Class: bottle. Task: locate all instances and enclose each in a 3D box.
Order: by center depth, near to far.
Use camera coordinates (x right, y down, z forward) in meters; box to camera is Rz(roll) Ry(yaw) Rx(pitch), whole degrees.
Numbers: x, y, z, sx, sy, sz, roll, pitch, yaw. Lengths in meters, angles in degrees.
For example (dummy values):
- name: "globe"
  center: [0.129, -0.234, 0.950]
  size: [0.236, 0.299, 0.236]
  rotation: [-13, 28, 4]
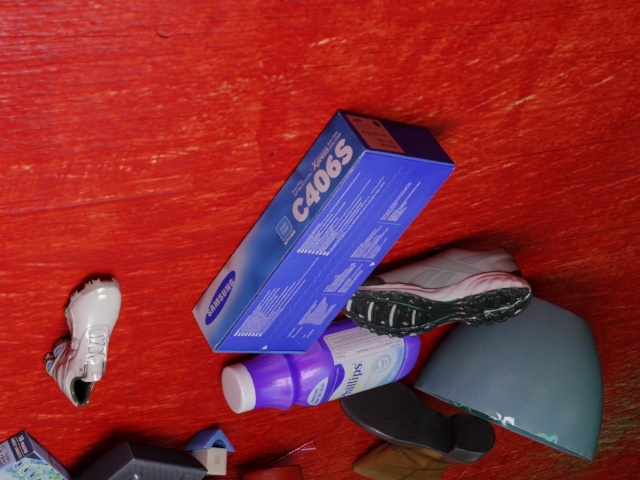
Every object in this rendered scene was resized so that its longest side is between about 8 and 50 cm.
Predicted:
- name: "bottle"
  center: [0.001, 0.175, 1.857]
  size: [0.283, 0.092, 0.118]
  rotation: [-13, 144, -28]

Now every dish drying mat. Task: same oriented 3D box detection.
- name: "dish drying mat"
  center: [-0.046, 0.349, 2.131]
  size: [0.083, 0.008, 0.032]
  rotation: [-29, 149, -6]

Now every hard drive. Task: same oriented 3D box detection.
- name: "hard drive"
  center: [-0.294, 0.372, 1.828]
  size: [0.255, 0.054, 0.172]
  rotation: [-45, 144, 18]

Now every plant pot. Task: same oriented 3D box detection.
- name: "plant pot"
  center: [0.313, 0.191, 2.021]
  size: [0.290, 0.290, 0.195]
  rotation: [31, 81, -55]

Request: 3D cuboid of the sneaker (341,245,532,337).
- name: "sneaker"
  center: [0.153, 0.064, 1.843]
  size: [0.271, 0.108, 0.100]
  rotation: [-5, 141, -11]

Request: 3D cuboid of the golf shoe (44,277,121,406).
- name: "golf shoe"
  center: [-0.268, 0.123, 1.566]
  size: [0.069, 0.086, 0.176]
  rotation: [-4, 137, -34]

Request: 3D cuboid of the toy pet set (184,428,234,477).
- name: "toy pet set"
  center: [-0.193, 0.310, 1.928]
  size: [0.114, 0.065, 0.122]
  rotation: [-12, 161, 40]

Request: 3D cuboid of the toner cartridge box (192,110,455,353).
- name: "toner cartridge box"
  center: [0.000, 0.000, 1.640]
  size: [0.165, 0.075, 0.348]
  rotation: [7, 130, -44]

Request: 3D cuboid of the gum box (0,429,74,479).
- name: "gum box"
  center: [-0.435, 0.341, 1.756]
  size: [0.184, 0.041, 0.157]
  rotation: [-31, 148, -5]

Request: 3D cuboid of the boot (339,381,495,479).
- name: "boot"
  center: [0.114, 0.322, 2.155]
  size: [0.264, 0.096, 0.280]
  rotation: [13, 153, -16]

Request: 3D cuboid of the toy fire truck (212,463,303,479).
- name: "toy fire truck"
  center: [-0.162, 0.452, 2.024]
  size: [0.302, 0.169, 0.254]
  rotation: [-2, 166, -42]
